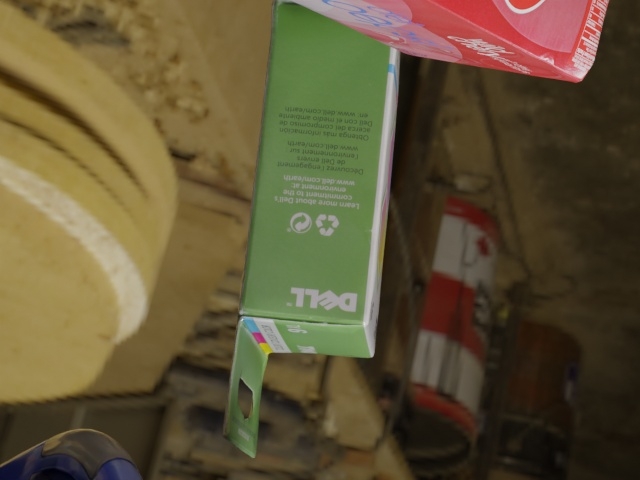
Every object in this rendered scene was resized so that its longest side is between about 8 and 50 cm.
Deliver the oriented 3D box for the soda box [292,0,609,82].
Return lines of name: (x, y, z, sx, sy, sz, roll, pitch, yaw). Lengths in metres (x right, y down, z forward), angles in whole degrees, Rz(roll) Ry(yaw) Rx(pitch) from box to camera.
soda box: (0.020, -0.122, 0.532, 0.092, 0.083, 0.263, 14, -179, 30)

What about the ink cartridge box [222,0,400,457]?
ink cartridge box: (0.000, 0.000, 0.745, 0.062, 0.209, 0.109, 5, 168, 4)

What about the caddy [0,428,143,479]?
caddy: (-0.121, 0.168, 0.651, 0.241, 0.179, 0.341, 20, 172, -23)
